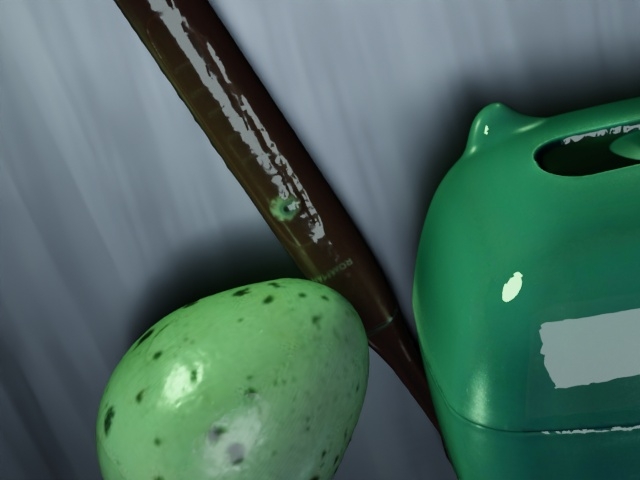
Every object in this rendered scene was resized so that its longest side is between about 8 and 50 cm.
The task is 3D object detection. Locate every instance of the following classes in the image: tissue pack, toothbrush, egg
[{"bbox_3d":[0.190,0.028,0.503,0.288,0.198,0.206,-11,113,4],"label":"tissue pack"},{"bbox_3d":[0.000,0.000,0.569,0.041,0.041,0.364,-31,110,9],"label":"toothbrush"},{"bbox_3d":[-0.041,0.091,0.552,0.164,0.131,0.131,-37,108,16],"label":"egg"}]
